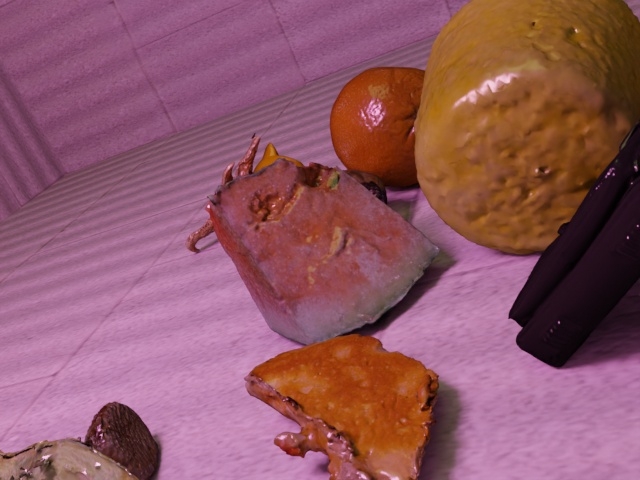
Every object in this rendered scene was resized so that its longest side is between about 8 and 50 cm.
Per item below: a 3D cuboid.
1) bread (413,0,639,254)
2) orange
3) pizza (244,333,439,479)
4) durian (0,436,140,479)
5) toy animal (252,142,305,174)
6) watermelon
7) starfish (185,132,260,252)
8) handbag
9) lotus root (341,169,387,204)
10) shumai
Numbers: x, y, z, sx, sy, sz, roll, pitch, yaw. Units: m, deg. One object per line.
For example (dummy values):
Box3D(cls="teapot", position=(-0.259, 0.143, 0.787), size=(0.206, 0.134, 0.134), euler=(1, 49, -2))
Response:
Box3D(cls="bread", position=(0.298, -0.165, 1.009), size=(0.348, 0.348, 0.308), euler=(-11, 36, 31))
Box3D(cls="orange", position=(0.145, -0.229, 1.391), size=(0.264, 0.264, 0.264), euler=(-21, 21, 9))
Box3D(cls="pizza", position=(0.042, 0.189, 0.768), size=(0.189, 0.071, 0.297), euler=(-20, 21, -24))
Box3D(cls="durian", position=(-0.280, 0.303, 0.665), size=(0.394, 0.198, 0.163), euler=(-12, 25, 34))
Box3D(cls="toy animal", position=(-0.102, -0.099, 1.500), size=(0.156, 0.156, 0.230), euler=(-21, 26, 9))
Box3D(cls="watermelon", position=(0.001, 0.011, 1.077), size=(0.264, 0.302, 0.151), euler=(-35, -14, -25))
Box3D(cls="starfish", position=(-0.190, -0.109, 1.587), size=(0.299, 0.060, 0.302), euler=(-51, -6, -36))
Box3D(cls="handbag", position=(0.311, -0.018, 0.749), size=(0.088, 0.275, 0.244), euler=(31, 45, 15))
Box3D(cls="lotus root", position=(0.041, -0.069, 1.307), size=(0.138, 0.139, 0.214), euler=(-33, 22, -23))
Box3D(cls="shumai", position=(-0.270, 0.272, 0.890), size=(0.087, 0.099, 0.124), euler=(-40, 19, 5))
